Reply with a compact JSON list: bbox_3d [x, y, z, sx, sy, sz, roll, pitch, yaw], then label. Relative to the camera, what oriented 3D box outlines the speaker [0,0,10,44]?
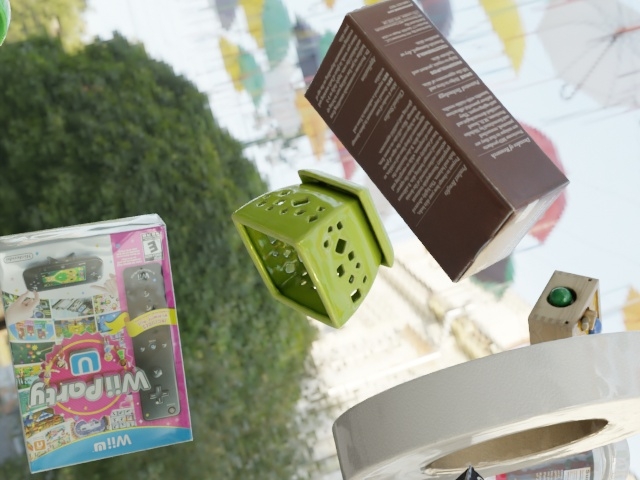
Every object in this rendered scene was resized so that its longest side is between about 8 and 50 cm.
[{"bbox_3d":[-0.489,-0.359,1.558,0.296,0.131,0.131,-117,-162,-44],"label":"speaker"}]

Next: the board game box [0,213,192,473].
[{"bbox_3d":[-0.301,0.134,1.575,0.097,0.224,0.303,-144,-133,-68],"label":"board game box"}]

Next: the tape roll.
[{"bbox_3d":[0.205,0.192,1.271,0.392,0.392,0.072,113,-34,-67],"label":"tape roll"}]

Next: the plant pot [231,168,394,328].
[{"bbox_3d":[0.000,0.000,2.273,0.228,0.207,0.227,22,-34,48],"label":"plant pot"}]

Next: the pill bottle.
[{"bbox_3d":[0.286,0.318,1.674,0.176,0.318,0.176,-3,-94,55],"label":"pill bottle"}]

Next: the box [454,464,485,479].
[{"bbox_3d":[0.164,0.448,1.286,0.293,0.295,0.073,44,16,1],"label":"box"}]

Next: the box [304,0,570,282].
[{"bbox_3d":[0.161,-0.151,1.710,0.381,0.143,0.191,54,-37,17],"label":"box"}]

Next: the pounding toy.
[{"bbox_3d":[0.370,0.122,1.731,0.100,0.130,0.141,13,-43,29],"label":"pounding toy"}]
